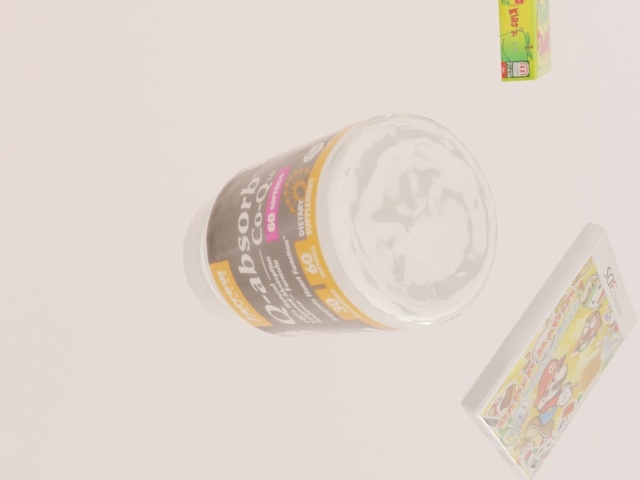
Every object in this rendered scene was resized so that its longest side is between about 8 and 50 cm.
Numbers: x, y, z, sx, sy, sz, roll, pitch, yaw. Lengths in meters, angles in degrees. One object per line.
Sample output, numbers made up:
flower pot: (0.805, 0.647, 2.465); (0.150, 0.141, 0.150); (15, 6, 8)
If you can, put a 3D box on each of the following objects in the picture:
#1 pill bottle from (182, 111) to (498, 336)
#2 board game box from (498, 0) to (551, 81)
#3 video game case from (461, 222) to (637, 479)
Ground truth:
pill bottle: (0.000, 0.000, 0.744); (0.162, 0.278, 0.162); (6, -101, -33)
board game box: (0.240, -0.285, 1.045); (0.092, 0.043, 0.181); (-35, -58, -60)
video game case: (0.248, 0.124, 0.926); (0.227, 0.026, 0.206); (-52, -41, -11)
